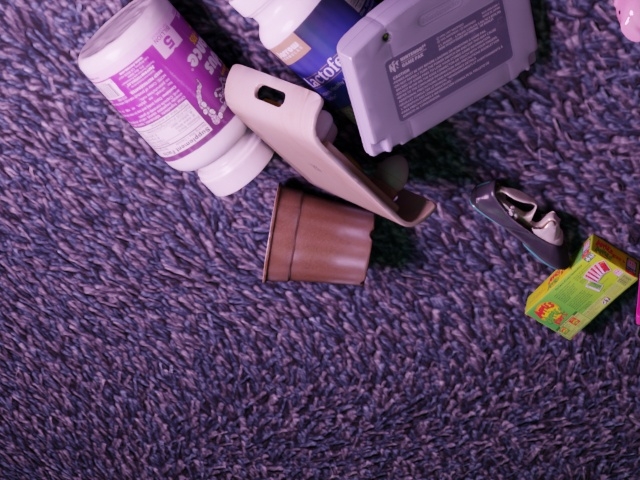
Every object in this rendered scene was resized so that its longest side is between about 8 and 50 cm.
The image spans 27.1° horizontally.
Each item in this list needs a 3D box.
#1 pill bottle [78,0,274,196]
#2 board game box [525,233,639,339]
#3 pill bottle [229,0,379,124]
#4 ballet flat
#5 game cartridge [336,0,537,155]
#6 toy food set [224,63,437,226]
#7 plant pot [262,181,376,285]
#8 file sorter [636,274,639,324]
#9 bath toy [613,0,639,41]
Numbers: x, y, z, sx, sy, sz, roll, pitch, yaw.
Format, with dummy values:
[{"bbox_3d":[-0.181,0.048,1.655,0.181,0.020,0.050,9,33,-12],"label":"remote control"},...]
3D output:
[{"bbox_3d":[-0.208,-0.214,2.006,0.169,0.169,0.301,-25,119,33],"label":"pill bottle"},{"bbox_3d":[0.422,0.077,2.145,0.092,0.043,0.181,31,132,-9],"label":"board game box"},{"bbox_3d":[0.010,-0.297,1.874,0.265,0.153,0.153,39,130,-16],"label":"pill bottle"},{"bbox_3d":[0.326,-0.029,2.067,0.203,0.074,0.074,36,131,-12],"label":"ballet flat"},{"bbox_3d":[0.161,-0.263,1.803,0.060,0.294,0.196,41,154,45],"label":"game cartridge"},{"bbox_3d":[0.017,-0.144,1.945,0.220,0.092,0.306,27,170,47],"label":"toy food set"},{"bbox_3d":[0.000,0.000,2.142,0.165,0.167,0.167,9,133,0],"label":"plant pot"},{"bbox_3d":[0.570,0.074,1.930,0.202,0.290,0.182,4,134,15],"label":"file sorter"},{"bbox_3d":[0.456,-0.306,1.749,0.348,0.151,0.129,47,171,-24],"label":"bath toy"}]
